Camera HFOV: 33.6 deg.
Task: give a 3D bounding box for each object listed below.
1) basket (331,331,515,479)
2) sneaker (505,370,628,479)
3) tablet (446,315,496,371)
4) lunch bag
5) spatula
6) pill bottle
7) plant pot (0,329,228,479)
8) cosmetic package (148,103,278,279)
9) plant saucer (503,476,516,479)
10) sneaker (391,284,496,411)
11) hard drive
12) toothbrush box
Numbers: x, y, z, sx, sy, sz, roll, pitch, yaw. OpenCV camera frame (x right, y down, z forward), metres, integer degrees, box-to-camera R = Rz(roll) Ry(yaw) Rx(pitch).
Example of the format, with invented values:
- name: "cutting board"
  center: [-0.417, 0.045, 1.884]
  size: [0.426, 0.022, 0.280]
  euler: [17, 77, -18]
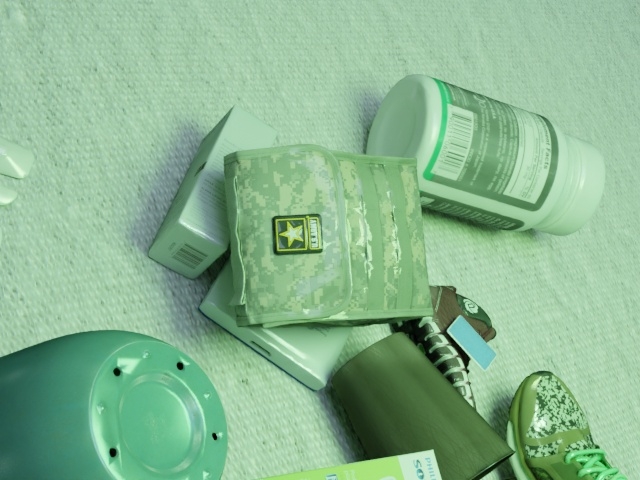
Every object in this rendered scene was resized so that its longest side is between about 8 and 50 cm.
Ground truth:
- name: "basket"
  center: [0.127, 0.256, 1.483]
  size: [0.154, 0.204, 0.227]
  euler: [-9, 59, -53]
- name: "sneaker"
  center: [0.408, 0.372, 1.530]
  size: [0.158, 0.182, 0.410]
  euler: [-4, 68, -33]
- name: "tablet"
  center: [0.225, 0.153, 1.578]
  size: [0.083, 0.006, 0.054]
  euler: [47, 37, 3]
- name: "lunch bag"
  center: [0.000, 0.000, 1.445]
  size: [0.287, 0.169, 0.235]
  euler: [1, 80, -40]
- name: "spatula"
  center: [-0.507, -0.099, 1.374]
  size: [0.242, 0.019, 0.168]
  euler: [23, 61, -19]
- name: "pill bottle"
  center: [0.275, -0.129, 1.753]
  size: [0.361, 0.204, 0.204]
  euler: [15, 58, -25]
- name: "plant pot"
  center: [-0.243, 0.231, 1.174]
  size: [0.293, 0.235, 0.293]
  euler: [27, 50, -38]
- name: "cosmetic package"
  center: [-0.152, -0.070, 1.513]
  size: [0.085, 0.117, 0.231]
  euler: [31, 52, -17]
- name: "plant saucer"
  center: [0.334, 0.484, 1.568]
  size: [0.278, 0.041, 0.277]
  euler: [15, 59, -26]
- name: "sneaker"
  center: [0.221, 0.184, 1.618]
  size: [0.163, 0.106, 0.281]
  euler: [-3, 66, -36]
- name: "hard drive"
  center: [-0.023, 0.038, 1.582]
  size: [0.210, 0.040, 0.318]
  euler: [36, 52, -11]
- name: "toothbrush box"
  center: [-0.009, 0.359, 1.314]
  size: [0.283, 0.206, 0.122]
  euler: [-1, 66, -31]
